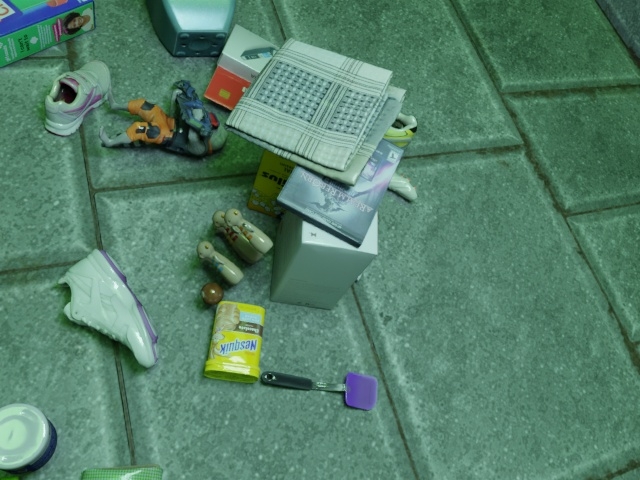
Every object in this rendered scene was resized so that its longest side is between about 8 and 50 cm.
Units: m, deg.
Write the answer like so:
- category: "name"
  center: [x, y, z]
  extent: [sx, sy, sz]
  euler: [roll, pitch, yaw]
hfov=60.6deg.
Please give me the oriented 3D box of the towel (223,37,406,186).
- category: "towel"
  center: [0.000, -0.294, 1.189]
  extent: [0.324, 0.056, 0.312]
  euler: [25, 61, 8]

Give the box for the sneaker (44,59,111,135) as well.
- category: "sneaker"
  center: [-0.639, -0.398, 1.451]
  extent: [0.103, 0.111, 0.252]
  euler: [22, 59, -5]

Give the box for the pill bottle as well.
- category: "pill bottle"
  center: [-0.558, 0.378, 1.027]
  extent: [0.112, 0.187, 0.112]
  euler: [7, 61, -13]

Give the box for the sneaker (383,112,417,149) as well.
- category: "sneaker"
  center: [0.120, -0.401, 1.644]
  extent: [0.384, 0.147, 0.145]
  euler: [23, 59, -16]

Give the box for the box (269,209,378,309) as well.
- category: "box"
  center: [0.000, 0.000, 1.308]
  extent: [0.168, 0.345, 0.215]
  euler: [10, 61, -12]

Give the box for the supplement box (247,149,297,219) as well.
- category: "supplement box"
  center: [-0.046, -0.210, 1.394]
  extent: [0.194, 0.356, 0.195]
  euler: [20, 62, -7]

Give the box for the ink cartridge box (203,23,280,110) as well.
- category: "ink cartridge box"
  center: [-0.167, -0.474, 1.639]
  extent: [0.296, 0.066, 0.261]
  euler: [24, 58, -16]

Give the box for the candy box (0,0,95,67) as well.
- category: "candy box"
  center: [-0.843, -0.655, 1.516]
  extent: [0.268, 0.122, 0.317]
  euler: [45, 61, 8]

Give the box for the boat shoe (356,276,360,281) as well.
- category: "boat shoe"
  center: [0.102, 0.062, 1.490]
  extent: [0.035, 0.035, 0.100]
  euler: [25, 65, -7]

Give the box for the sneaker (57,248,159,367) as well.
- category: "sneaker"
  center: [-0.472, 0.171, 1.225]
  extent: [0.152, 0.114, 0.305]
  euler: [-34, 73, -15]

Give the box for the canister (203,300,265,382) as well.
- category: "canister"
  center: [-0.197, 0.236, 1.282]
  extent: [0.126, 0.073, 0.170]
  euler: [10, 59, -11]

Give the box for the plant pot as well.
- category: "plant pot"
  center: [-0.377, -0.692, 1.621]
  extent: [0.247, 0.248, 0.252]
  euler: [-7, 82, -21]

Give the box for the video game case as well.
- category: "video game case"
  center: [0.049, -0.140, 1.173]
  extent: [0.196, 0.026, 0.274]
  euler: [28, 60, -3]

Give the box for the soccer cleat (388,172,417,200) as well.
- category: "soccer cleat"
  center: [0.204, -0.179, 1.635]
  extent: [0.076, 0.068, 0.196]
  euler: [-42, 80, -15]

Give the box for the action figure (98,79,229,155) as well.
- category: "action figure"
  center: [-0.412, -0.321, 1.493]
  extent: [0.330, 0.179, 0.341]
  euler: [8, 31, -20]

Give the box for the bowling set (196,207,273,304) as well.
- category: "bowling set"
  center: [-0.238, 0.034, 1.278]
  extent: [0.154, 0.287, 0.200]
  euler: [43, 72, -4]

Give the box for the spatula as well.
- category: "spatula"
  center: [0.002, 0.348, 1.310]
  extent: [0.296, 0.030, 0.084]
  euler: [11, 63, -12]

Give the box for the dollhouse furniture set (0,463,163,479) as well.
- category: "dollhouse furniture set"
  center: [-0.444, 0.523, 1.005]
  extent: [0.301, 0.151, 0.198]
  euler: [2, 64, -17]
